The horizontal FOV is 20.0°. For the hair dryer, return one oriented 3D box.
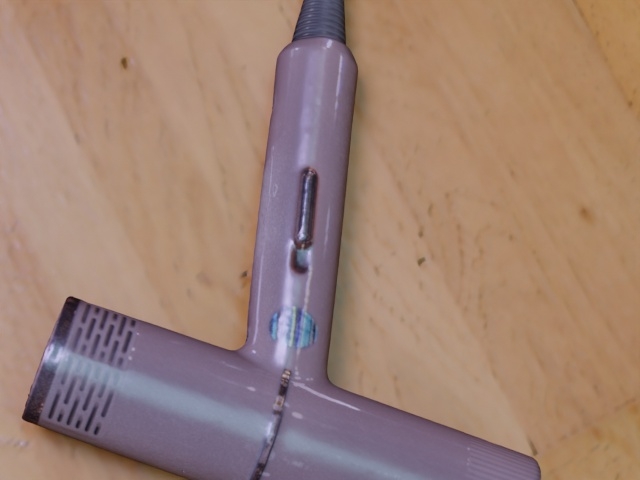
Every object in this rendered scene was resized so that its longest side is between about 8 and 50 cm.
[{"bbox_3d":[0.012,0.001,0.717,0.195,0.053,0.220,21,71,-5],"label":"hair dryer"}]
